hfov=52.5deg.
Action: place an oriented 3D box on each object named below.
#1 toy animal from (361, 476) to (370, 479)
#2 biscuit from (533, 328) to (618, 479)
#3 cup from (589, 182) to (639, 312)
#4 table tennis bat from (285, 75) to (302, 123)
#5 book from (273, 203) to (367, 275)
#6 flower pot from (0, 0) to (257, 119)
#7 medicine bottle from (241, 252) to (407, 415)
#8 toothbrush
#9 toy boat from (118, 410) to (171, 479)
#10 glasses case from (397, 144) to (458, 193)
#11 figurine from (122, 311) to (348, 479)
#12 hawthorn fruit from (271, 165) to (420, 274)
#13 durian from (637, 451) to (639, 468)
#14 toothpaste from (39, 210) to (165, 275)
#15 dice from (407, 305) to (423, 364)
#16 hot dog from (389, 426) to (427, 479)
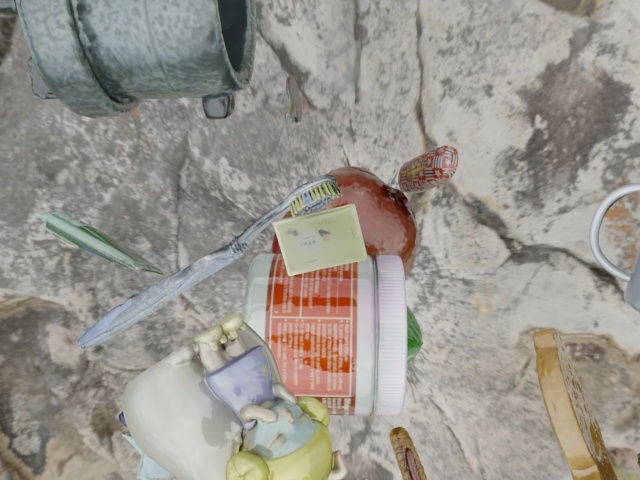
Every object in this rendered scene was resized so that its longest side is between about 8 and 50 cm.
[{"bbox_3d":[0.061,0.576,1.490,0.219,0.069,0.086,17,99,35],"label":"toy animal"},{"bbox_3d":[0.206,0.165,0.513,0.027,0.133,0.184,-21,110,24],"label":"biscuit"},{"bbox_3d":[0.337,0.003,0.609,0.099,0.136,0.133,-2,110,-37],"label":"cup"},{"bbox_3d":[-0.078,-0.392,1.858,0.019,0.220,0.130,-10,123,11],"label":"table tennis bat"},{"bbox_3d":[0.000,0.000,0.854,0.110,0.014,0.077,-12,102,13],"label":"book"},{"bbox_3d":[-0.229,-0.285,0.778,0.282,0.299,0.299,-2,87,4],"label":"flower pot"},{"bbox_3d":[0.008,0.147,1.027,0.240,0.252,0.253,1,87,3],"label":"medicine bottle"},{"bbox_3d":[-0.151,0.034,0.843,0.413,0.035,0.042,-32,49,10],"label":"toothbrush"},{"bbox_3d":[-0.430,0.549,1.663,0.220,0.067,0.291,22,118,7],"label":"toy boat"},{"bbox_3d":[0.220,-0.147,1.383,0.049,0.194,0.073,10,77,-23],"label":"glasses case"},{"bbox_3d":[-0.043,0.181,0.505,0.155,0.127,0.236,-36,88,34],"label":"figurine"},{"bbox_3d":[0.052,-0.006,1.307,0.311,0.295,0.295,-24,86,-23],"label":"hawthorn fruit"},{"bbox_3d":[0.431,0.282,0.560,0.191,0.112,0.341,-30,98,24],"label":"durian"},{"bbox_3d":[-0.523,0.006,1.507,0.392,0.098,0.061,23,90,29],"label":"toothpaste"},{"bbox_3d":[0.091,0.272,1.859,0.300,0.287,0.297,-47,62,24],"label":"dice"},{"bbox_3d":[0.245,0.606,1.749,0.066,0.047,0.216,-6,60,-18],"label":"hot dog"}]
